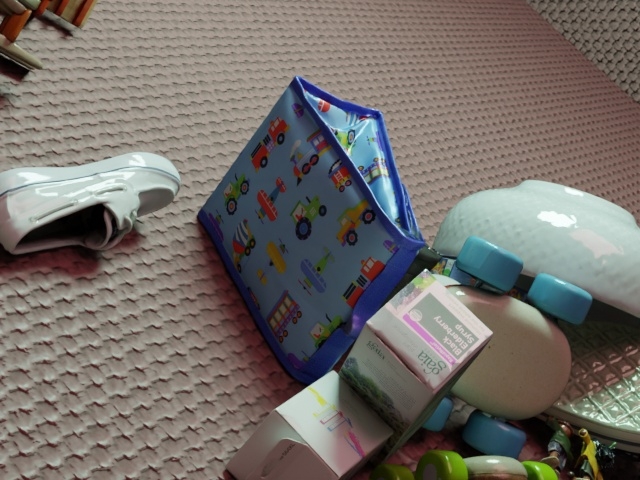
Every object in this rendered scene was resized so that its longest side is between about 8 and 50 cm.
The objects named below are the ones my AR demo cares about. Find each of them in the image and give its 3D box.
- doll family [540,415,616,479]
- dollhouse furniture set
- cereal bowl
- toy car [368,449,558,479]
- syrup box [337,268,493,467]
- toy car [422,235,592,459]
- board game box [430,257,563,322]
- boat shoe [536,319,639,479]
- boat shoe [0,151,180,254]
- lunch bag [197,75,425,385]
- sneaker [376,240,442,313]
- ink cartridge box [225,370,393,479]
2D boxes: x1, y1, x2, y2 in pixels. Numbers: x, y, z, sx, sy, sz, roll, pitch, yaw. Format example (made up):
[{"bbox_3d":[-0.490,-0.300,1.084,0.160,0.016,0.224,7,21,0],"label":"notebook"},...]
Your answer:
[{"bbox_3d":[0.317,0.290,1.506,0.111,0.076,0.193,-53,130,-60],"label":"doll family"},{"bbox_3d":[-0.312,-0.330,1.566,0.135,0.262,0.259,29,-4,-21],"label":"dollhouse furniture set"},{"bbox_3d":[0.325,0.012,1.722,0.338,0.141,0.339,21,-4,2],"label":"cereal bowl"},{"bbox_3d":[0.146,0.314,1.272,0.155,0.149,0.189,13,64,-34],"label":"toy car"},{"bbox_3d":[0.081,0.135,1.299,0.093,0.237,0.096,44,62,12],"label":"syrup box"},{"bbox_3d":[0.167,0.112,1.551,0.210,0.219,0.238,26,1,-23],"label":"toy car"},{"bbox_3d":[0.216,0.067,1.726,0.201,0.035,0.136,22,-4,-29],"label":"board game box"},{"bbox_3d":[0.466,0.234,1.628,0.500,0.156,0.187,13,49,14],"label":"boat shoe"},{"bbox_3d":[-0.240,-0.028,1.347,0.258,0.095,0.084,-14,60,-45],"label":"boat shoe"},{"bbox_3d":[0.000,0.000,1.434,0.138,0.221,0.293,18,33,-33],"label":"lunch bag"},{"bbox_3d":[0.051,0.033,1.555,0.109,0.130,0.286,33,0,-7],"label":"sneaker"},{"bbox_3d":[-0.013,0.205,1.239,0.090,0.092,0.143,44,28,11],"label":"ink cartridge box"}]
